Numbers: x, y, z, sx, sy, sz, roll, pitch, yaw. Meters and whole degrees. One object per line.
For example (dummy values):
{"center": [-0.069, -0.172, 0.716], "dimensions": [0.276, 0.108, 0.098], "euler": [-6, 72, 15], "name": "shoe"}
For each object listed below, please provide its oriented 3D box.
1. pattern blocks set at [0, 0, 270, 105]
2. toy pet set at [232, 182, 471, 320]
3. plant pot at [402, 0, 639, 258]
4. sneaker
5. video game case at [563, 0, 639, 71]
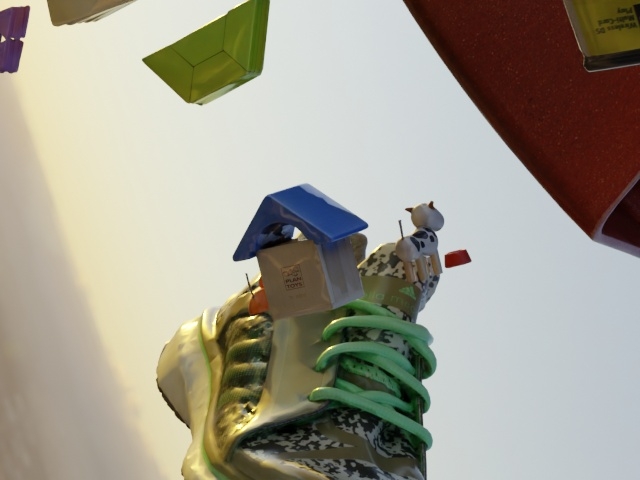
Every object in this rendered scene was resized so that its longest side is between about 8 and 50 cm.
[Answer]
{"center": [-0.106, -0.220, 1.146], "dimensions": [0.026, 0.325, 0.285], "euler": [-3, 64, -61], "name": "pattern blocks set"}
{"center": [0.000, 0.000, 1.020], "dimensions": [0.114, 0.122, 0.065], "euler": [-19, 96, -59], "name": "toy pet set"}
{"center": [0.195, -0.164, 1.171], "dimensions": [0.236, 0.267, 0.267], "euler": [43, 10, 21], "name": "plant pot"}
{"center": [0.010, 0.083, 1.169], "dimensions": [0.158, 0.182, 0.410], "euler": [28, 8, -23], "name": "sneaker"}
{"center": [0.186, -0.176, 0.606], "dimensions": [0.035, 0.274, 0.248], "euler": [-77, 151, -43], "name": "video game case"}
